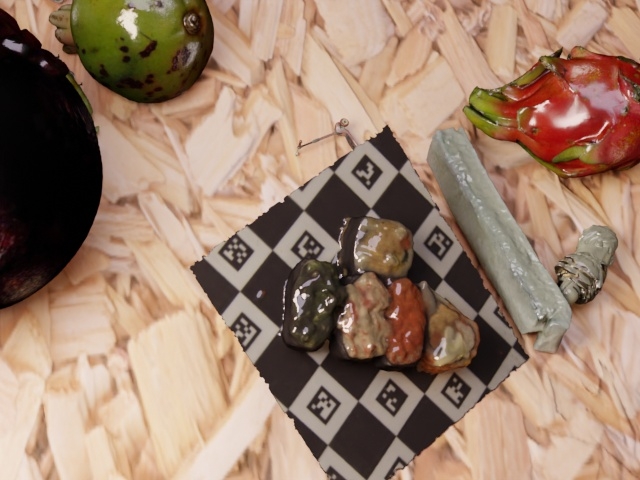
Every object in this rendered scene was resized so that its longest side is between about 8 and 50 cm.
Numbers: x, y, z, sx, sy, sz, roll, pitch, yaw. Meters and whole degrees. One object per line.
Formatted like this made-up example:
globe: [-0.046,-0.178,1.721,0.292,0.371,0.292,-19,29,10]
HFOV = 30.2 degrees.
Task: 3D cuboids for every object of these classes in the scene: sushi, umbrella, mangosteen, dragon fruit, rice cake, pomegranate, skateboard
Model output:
sushi: [0.070,0.077,1.336,0.320,0.069,0.339,-35,96,-28]
umbrella: [0.339,0.033,1.515,0.067,0.062,0.143,52,50,-10]
mangosteen: [-0.451,-0.056,1.317,0.382,0.382,0.435,43,98,22]
dragon fruit: [0.347,-0.188,1.614,0.269,0.198,0.200,28,65,30]
rice cake: [0.226,-0.006,1.523,0.063,0.066,0.336,-13,58,-17]
pomegranate: [-0.260,-0.285,1.600,0.248,0.202,0.202,5,46,35]
skateboard: [0.011,-0.124,1.605,0.083,0.032,0.064,-21,70,-25]

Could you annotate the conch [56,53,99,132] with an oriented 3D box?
conch: [-0.357,-0.195,1.580,0.170,0.079,0.106,38,63,1]

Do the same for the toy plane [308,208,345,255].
toy plane: [-0.014,-0.006,1.458,0.082,0.160,0.234,34,31,-14]

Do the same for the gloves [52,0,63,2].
gloves: [-0.387,-0.366,1.717,0.044,0.037,0.081,23,38,-24]
